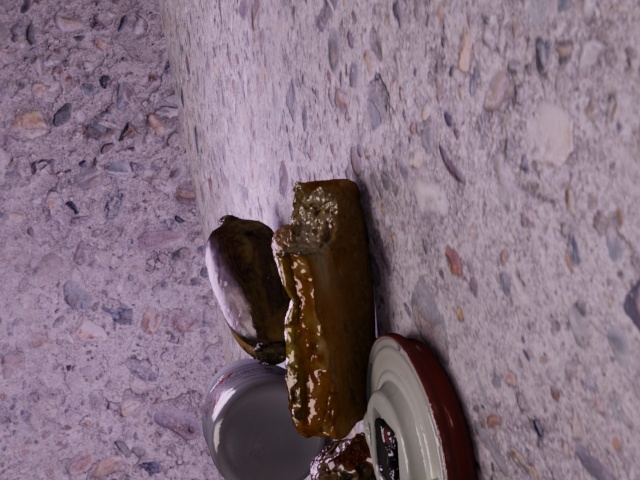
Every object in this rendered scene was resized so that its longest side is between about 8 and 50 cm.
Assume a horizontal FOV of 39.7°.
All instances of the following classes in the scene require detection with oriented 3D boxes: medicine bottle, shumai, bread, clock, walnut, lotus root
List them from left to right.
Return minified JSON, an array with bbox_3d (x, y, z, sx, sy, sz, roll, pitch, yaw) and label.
[{"bbox_3d":[-0.146,0.096,1.900,0.196,0.179,0.398,100,156,-48],"label":"lotus root"},{"bbox_3d":[-0.134,0.385,1.908,0.306,0.245,0.245,-161,63,-75],"label":"medicine bottle"},{"bbox_3d":[-0.057,0.012,1.712,0.079,0.082,0.096,52,-174,-27],"label":"walnut"},{"bbox_3d":[0.001,0.100,1.321,0.109,0.185,0.381,1,103,34],"label":"bread"},{"bbox_3d":[0.046,0.365,1.459,0.139,0.123,0.105,-108,21,-86],"label":"shumai"},{"bbox_3d":[0.116,0.282,1.189,0.318,0.080,0.319,170,90,-76],"label":"clock"}]
